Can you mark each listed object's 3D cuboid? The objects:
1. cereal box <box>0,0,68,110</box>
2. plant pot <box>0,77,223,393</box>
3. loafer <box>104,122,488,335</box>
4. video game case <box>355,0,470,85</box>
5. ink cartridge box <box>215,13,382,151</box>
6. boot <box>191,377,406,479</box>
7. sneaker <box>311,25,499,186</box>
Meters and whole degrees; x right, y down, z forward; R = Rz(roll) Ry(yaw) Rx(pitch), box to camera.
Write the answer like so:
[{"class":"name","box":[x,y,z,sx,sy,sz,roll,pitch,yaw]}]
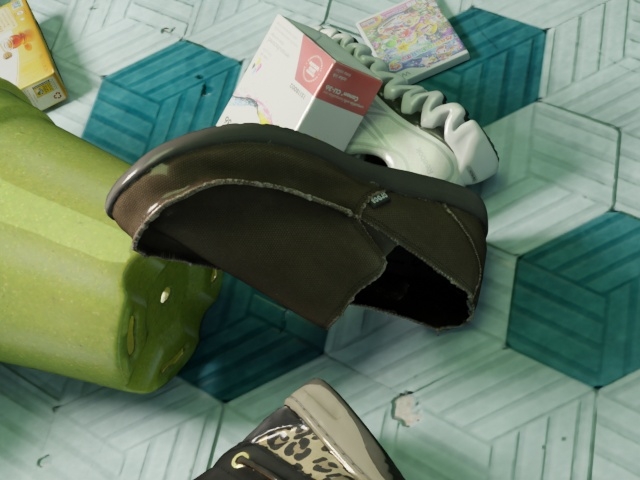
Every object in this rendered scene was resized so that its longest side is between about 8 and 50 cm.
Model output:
[{"class":"cereal box","box":[-0.416,-0.168,1.941,0.240,0.047,0.173,-26,43,-3]},{"class":"plant pot","box":[-0.236,0.015,1.561,0.254,0.276,0.276,19,57,22]},{"class":"loafer","box":[0.000,0.000,1.438,0.366,0.134,0.130,8,52,-29]},{"class":"video game case","box":[0.095,-0.208,1.796,0.087,0.011,0.122,-24,44,-1]},{"class":"ink cartridge box","box":[-0.039,-0.098,1.633,0.115,0.067,0.198,45,111,47]},{"class":"boot","box":[-0.039,0.283,1.282,0.284,0.138,0.377,-28,40,-7]},{"class":"sneaker","box":[0.037,-0.115,1.670,0.118,0.110,0.292,-45,47,-9]}]
